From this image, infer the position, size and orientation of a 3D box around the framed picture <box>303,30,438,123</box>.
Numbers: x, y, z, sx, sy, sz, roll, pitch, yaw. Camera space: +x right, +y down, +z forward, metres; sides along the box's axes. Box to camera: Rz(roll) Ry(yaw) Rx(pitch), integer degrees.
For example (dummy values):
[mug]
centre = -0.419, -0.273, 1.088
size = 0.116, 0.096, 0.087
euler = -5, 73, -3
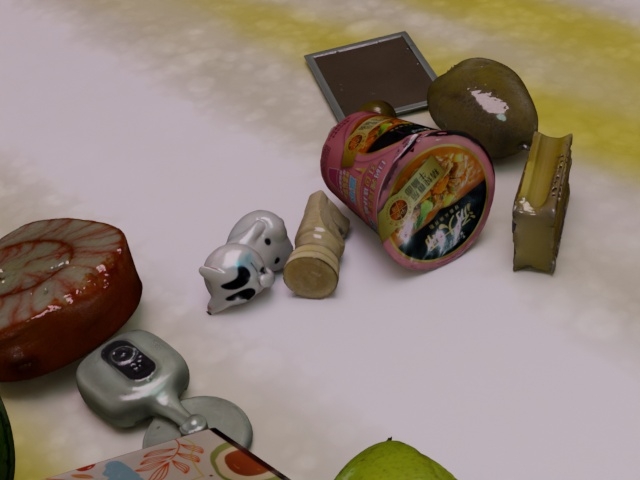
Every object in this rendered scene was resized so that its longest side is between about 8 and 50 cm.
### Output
[framed picture]
centre = 0.112, -0.326, 2.439
size = 0.232, 0.019, 0.296
euler = -14, 39, -7

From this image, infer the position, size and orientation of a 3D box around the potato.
[potato]
centre = 0.302, -0.236, 2.184
size = 0.174, 0.159, 0.251
euler = -37, 51, 1

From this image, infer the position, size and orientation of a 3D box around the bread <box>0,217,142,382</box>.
[bread]
centre = -0.437, 0.087, 1.897
size = 0.295, 0.114, 0.327
euler = 0, 32, 26

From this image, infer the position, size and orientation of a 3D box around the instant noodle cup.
[instant noodle cup]
centre = 0.126, -0.105, 2.009
size = 0.244, 0.243, 0.255
euler = -25, 32, -21

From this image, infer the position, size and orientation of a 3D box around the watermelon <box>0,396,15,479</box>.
[watermelon]
centre = -0.499, 0.328, 1.541
size = 0.331, 0.189, 0.331
euler = -38, 13, 10

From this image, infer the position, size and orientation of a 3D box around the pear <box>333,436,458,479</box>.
[pear]
centre = 0.070, 0.377, 1.474
size = 0.239, 0.139, 0.288
euler = -40, 48, -20

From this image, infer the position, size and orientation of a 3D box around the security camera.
[security camera]
centre = -0.226, 0.236, 1.741
size = 0.157, 0.080, 0.301
euler = -33, 47, -30

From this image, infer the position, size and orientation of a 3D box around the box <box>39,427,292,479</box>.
[box]
centre = -0.198, 0.373, 1.382
size = 0.385, 0.122, 0.344
euler = -12, 19, -32

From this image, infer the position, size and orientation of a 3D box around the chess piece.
[chess piece]
centre = 0.000, 0.000, 1.989
size = 0.090, 0.090, 0.200
euler = 1, 38, 11

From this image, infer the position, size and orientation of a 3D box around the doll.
[doll]
centre = -0.118, 0.031, 1.952
size = 0.107, 0.110, 0.180
euler = 4, 39, 28

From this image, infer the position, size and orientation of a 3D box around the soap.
[soap]
centre = 0.363, -0.066, 1.969
size = 0.076, 0.135, 0.233
euler = 4, 40, 15

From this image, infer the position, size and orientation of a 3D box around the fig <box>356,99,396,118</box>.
[fig]
centre = 0.101, -0.230, 2.277
size = 0.088, 0.074, 0.074
euler = 6, 37, 43
